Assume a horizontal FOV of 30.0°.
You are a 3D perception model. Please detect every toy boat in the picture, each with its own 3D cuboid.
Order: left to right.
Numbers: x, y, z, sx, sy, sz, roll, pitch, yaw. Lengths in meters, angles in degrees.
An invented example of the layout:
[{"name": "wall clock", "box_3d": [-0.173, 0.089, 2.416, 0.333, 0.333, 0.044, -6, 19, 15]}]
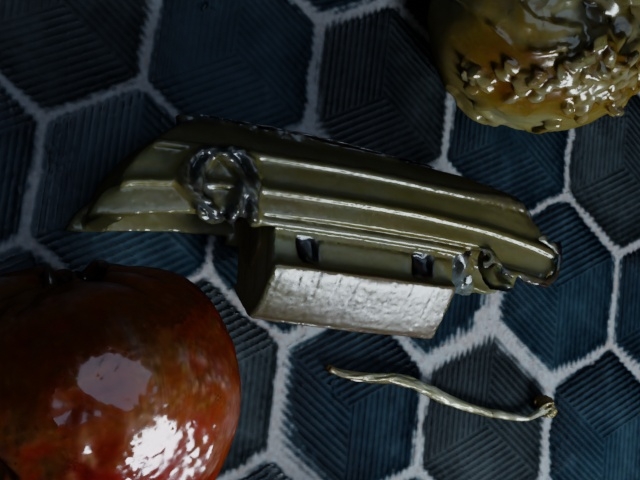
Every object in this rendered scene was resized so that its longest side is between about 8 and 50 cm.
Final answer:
[{"name": "toy boat", "box_3d": [0.000, 0.000, 1.066, 0.445, 0.136, 0.162, 11, 76, -26]}]

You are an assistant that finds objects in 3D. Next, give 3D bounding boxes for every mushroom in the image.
[{"name": "mushroom", "box_3d": [0.125, 0.154, 1.184, 0.286, 0.026, 0.028, 12, 64, -29]}]

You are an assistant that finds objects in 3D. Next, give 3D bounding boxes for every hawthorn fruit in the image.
[{"name": "hawthorn fruit", "box_3d": [-0.176, 0.149, 0.882, 0.242, 0.242, 0.272, -7, 100, -32]}]

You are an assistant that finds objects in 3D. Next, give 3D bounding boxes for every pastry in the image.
[{"name": "pastry", "box_3d": [0.247, -0.254, 1.159, 0.284, 0.184, 0.316, 4, 104, -31]}]
